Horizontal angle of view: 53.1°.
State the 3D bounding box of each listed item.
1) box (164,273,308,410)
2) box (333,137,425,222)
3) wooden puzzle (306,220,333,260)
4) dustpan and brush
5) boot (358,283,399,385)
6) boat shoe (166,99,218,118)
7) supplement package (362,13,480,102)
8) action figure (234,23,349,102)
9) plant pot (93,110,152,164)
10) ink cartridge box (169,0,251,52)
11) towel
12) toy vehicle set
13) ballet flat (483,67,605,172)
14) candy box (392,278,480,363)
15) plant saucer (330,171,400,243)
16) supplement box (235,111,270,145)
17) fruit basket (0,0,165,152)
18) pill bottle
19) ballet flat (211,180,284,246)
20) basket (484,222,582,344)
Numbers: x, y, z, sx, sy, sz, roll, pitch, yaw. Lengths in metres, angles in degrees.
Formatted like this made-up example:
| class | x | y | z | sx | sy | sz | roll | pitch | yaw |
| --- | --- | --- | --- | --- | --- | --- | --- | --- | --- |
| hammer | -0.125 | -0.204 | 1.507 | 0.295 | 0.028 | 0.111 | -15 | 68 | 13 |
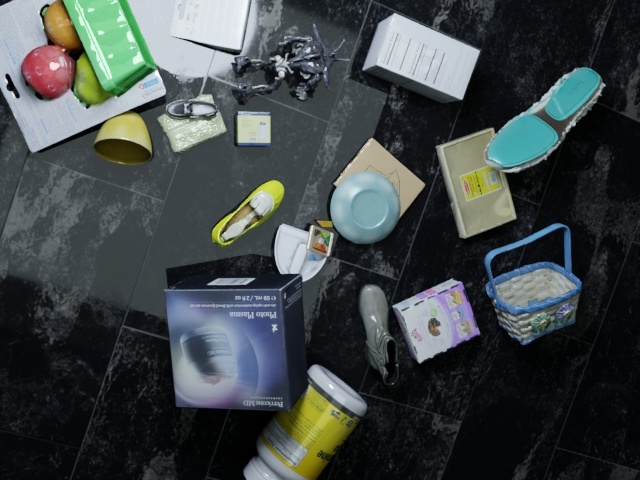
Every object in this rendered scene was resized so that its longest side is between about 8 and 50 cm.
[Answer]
| class | x | y | z | sx | sy | sz | roll | pitch | yaw |
| --- | --- | --- | --- | --- | --- | --- | --- | --- | --- |
| box | -0.196 | 0.241 | 1.551 | 0.296 | 0.182 | 0.294 | -2 | 99 | 14 |
| box | 0.159 | -0.150 | 1.720 | 0.201 | 0.021 | 0.164 | 39 | 87 | -14 |
| wooden puzzle | 0.000 | 0.000 | 1.678 | 0.078 | 0.014 | 0.117 | 12 | 77 | -32 |
| dustpan and brush | -0.068 | 0.079 | 1.674 | 0.147 | 0.060 | 0.211 | 19 | 92 | -15 |
| boot | 0.167 | 0.246 | 1.698 | 0.083 | 0.161 | 0.247 | -8 | 99 | -12 |
| boat shoe | -0.311 | -0.319 | 1.554 | 0.125 | 0.038 | 0.046 | 1 | 94 | -13 |
| supplement package | 0.254 | -0.461 | 1.642 | 0.243 | 0.139 | 0.134 | 18 | 94 | -15 |
| action figure | -0.068 | -0.429 | 1.575 | 0.275 | 0.141 | 0.164 | -11 | 97 | 4 |
| plant pot | -0.463 | -0.251 | 1.519 | 0.134 | 0.134 | 0.095 | 7 | 70 | -14 |
| ink cartridge box | -0.268 | -0.550 | 1.572 | 0.179 | 0.045 | 0.146 | 12 | 95 | 4 |
| towel | -0.318 | -0.290 | 1.589 | 0.148 | 0.027 | 0.110 | -27 | 101 | -9 |
| toy vehicle set | 0.432 | -0.159 | 1.773 | 0.165 | 0.035 | 0.267 | -19 | 101 | -10 |
| ballet flat | 0.612 | -0.303 | 1.745 | 0.409 | 0.147 | 0.147 | -39 | 104 | -8 |
| candy box | 0.321 | 0.221 | 1.777 | 0.196 | 0.070 | 0.165 | -23 | 102 | -10 |
| plant saucer | 0.124 | -0.084 | 1.690 | 0.194 | 0.037 | 0.195 | -2 | 98 | -12 |
| supplement box | -0.170 | -0.279 | 1.609 | 0.083 | 0.056 | 0.083 | -1 | 97 | -13 |
| fruit basket | -0.573 | -0.418 | 1.470 | 0.352 | 0.165 | 0.327 | -23 | 97 | 10 |
| pill bottle | -0.045 | 0.508 | 1.669 | 0.188 | 0.188 | 0.334 | 38 | 88 | -14 |
| ballet flat | -0.178 | -0.064 | 1.623 | 0.231 | 0.077 | 0.077 | -40 | 103 | -6 |
| basket | 0.586 | 0.118 | 1.757 | 0.254 | 0.201 | 0.289 | -22 | 111 | -9 |
